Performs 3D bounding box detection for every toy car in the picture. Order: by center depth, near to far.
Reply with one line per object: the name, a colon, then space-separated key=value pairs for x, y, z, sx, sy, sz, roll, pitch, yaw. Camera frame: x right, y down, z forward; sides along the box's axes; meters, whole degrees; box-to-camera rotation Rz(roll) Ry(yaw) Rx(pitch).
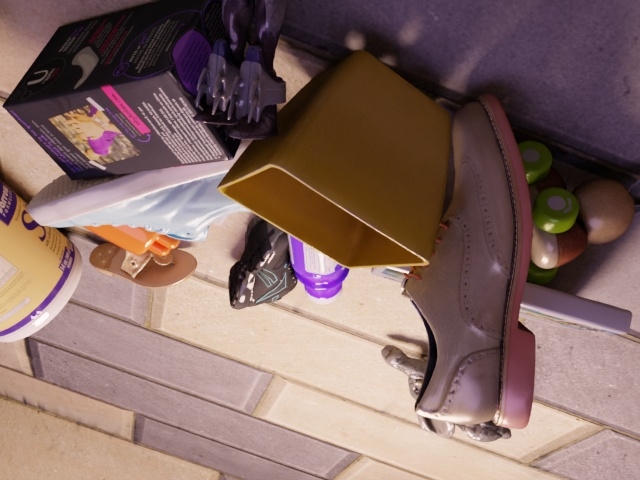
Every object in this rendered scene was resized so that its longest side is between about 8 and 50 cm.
toy car: x=0.339 y=-0.050 z=0.906 sx=0.188 sy=0.149 sz=0.155 roll=-15 pitch=148 yaw=-3

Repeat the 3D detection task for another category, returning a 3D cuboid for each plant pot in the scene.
plant pot: x=0.033 y=-0.099 z=0.854 sx=0.212 sy=0.187 sz=0.212 roll=31 pitch=165 yaw=-20

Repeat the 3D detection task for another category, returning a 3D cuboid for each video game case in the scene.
video game case: x=0.241 y=0.073 z=1.047 sx=0.329 sy=0.036 sz=0.300 roll=16 pitch=176 yaw=3

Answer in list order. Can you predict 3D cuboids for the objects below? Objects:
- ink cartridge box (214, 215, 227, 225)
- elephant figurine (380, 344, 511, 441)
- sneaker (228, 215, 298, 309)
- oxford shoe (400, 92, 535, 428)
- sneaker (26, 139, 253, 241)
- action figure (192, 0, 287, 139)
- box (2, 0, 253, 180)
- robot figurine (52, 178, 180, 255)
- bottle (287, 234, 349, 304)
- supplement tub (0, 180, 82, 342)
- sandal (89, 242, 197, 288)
ink cartridge box: x=-0.170 y=-0.088 z=1.112 sx=0.088 sy=0.052 sz=0.122 roll=26 pitch=144 yaw=-12
elephant figurine: x=0.253 y=0.306 z=1.418 sx=0.239 sy=0.186 sz=0.169 roll=9 pitch=-170 yaw=30
sneaker: x=-0.087 y=0.035 z=1.236 sx=0.106 sy=0.101 sz=0.267 roll=4 pitch=149 yaw=-20
oxford shoe: x=0.168 y=0.023 z=0.835 sx=0.146 sy=0.397 sz=0.140 roll=-2 pitch=174 yaw=5
sneaker: x=-0.226 y=-0.050 z=1.000 sx=0.366 sy=0.135 sz=0.150 roll=-13 pitch=116 yaw=8
action figure: x=-0.064 y=-0.252 z=0.712 sx=0.185 sy=0.099 sz=0.285 roll=20 pitch=111 yaw=32
box: x=-0.228 y=-0.190 z=0.892 sx=0.270 sy=0.165 sz=0.143 roll=-2 pitch=141 yaw=28
robot figurine: x=-0.327 y=-0.059 z=1.158 sx=0.219 sy=0.128 sz=0.158 roll=32 pitch=-173 yaw=-20
bottle: x=0.000 y=0.000 z=1.100 sx=0.092 sy=0.118 sz=0.283 roll=10 pitch=144 yaw=10
supplement tub: x=-0.633 y=0.009 z=1.292 sx=0.241 sy=0.241 sz=0.331 roll=-7 pitch=139 yaw=31
sandal: x=-0.354 y=0.030 z=1.331 sx=0.240 sy=0.088 sz=0.079 roll=5 pitch=150 yaw=26
